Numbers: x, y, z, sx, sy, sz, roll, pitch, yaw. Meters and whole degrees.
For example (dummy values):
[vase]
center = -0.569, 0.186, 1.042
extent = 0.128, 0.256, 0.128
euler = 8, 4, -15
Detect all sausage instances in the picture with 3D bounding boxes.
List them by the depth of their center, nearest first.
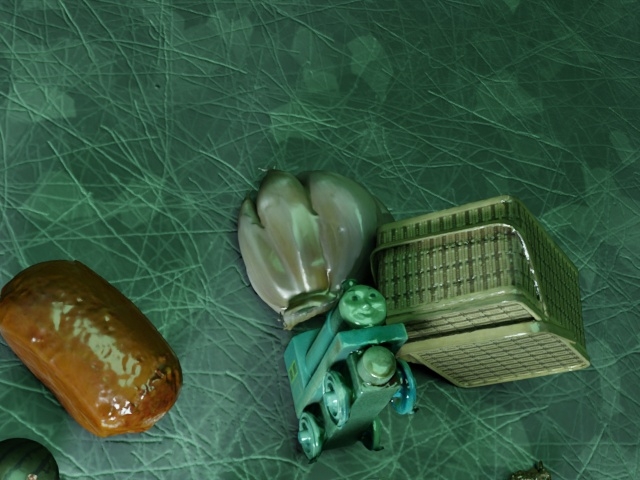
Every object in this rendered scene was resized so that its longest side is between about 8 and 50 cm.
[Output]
[sausage]
center = -0.301, 0.137, 1.185
extent = 0.268, 0.153, 0.141
euler = 44, 58, 3

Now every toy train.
[toy train]
center = 0.032, 0.175, 1.224
extent = 0.120, 0.298, 0.194
euler = -5, 63, -18

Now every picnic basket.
[picnic basket]
center = 0.232, 0.091, 1.313
extent = 0.313, 0.228, 0.175
euler = 37, 46, -49

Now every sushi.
[sushi]
center = 0.310, 0.378, 1.382
extent = 0.120, 0.052, 0.055
euler = -23, 92, -27

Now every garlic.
[garlic]
center = 0.000, 0.000, 1.401
extent = 0.238, 0.210, 0.291
euler = -9, 71, 11

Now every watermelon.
[watermelon]
center = -0.380, 0.301, 1.100
extent = 0.105, 0.105, 0.133
euler = 41, 41, 0

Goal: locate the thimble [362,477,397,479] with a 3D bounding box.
[thimble]
center = 0.055, 0.443, 1.134
extent = 0.271, 0.150, 0.270
euler = 29, 44, -33
